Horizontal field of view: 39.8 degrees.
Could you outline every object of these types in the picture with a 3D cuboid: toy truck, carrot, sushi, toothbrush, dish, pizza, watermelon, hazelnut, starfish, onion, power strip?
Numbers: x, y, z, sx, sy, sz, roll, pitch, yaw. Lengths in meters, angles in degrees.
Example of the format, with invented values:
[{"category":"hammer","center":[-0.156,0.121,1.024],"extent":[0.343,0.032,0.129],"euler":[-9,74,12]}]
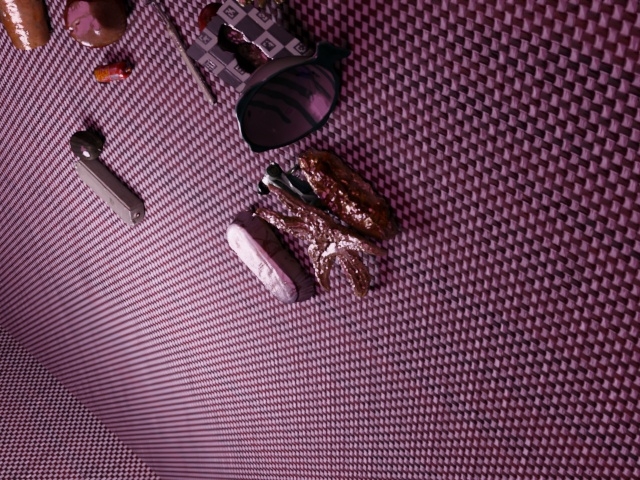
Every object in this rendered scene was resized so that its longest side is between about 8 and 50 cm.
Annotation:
[{"category":"toy truck","center":[-0.047,-0.101,1.775],"extent":[0.154,0.078,0.080],"euler":[36,147,-1]},{"category":"carrot","center":[-0.749,-0.613,2.162],"extent":[0.139,0.139,0.301],"euler":[34,142,30]},{"category":"sushi","center":[-0.107,-0.344,1.605],"extent":[0.215,0.050,0.192],"euler":[35,140,-17]},{"category":"toothbrush","center":[-0.298,-0.411,1.855],"extent":[0.294,0.028,0.026],"euler":[56,150,-11]},{"category":"dish","center":[-0.060,-0.266,1.542],"extent":[0.246,0.224,0.078],"euler":[-49,57,26]},{"category":"pizza","center":[0.044,-0.082,1.673],"extent":[0.246,0.058,0.127],"euler":[48,147,7]},{"category":"watermelon","center":[-0.629,-0.256,2.380],"extent":[0.111,0.078,0.078],"euler":[21,134,41]},{"category":"hazelnut","center":[-0.490,-0.499,1.937],"extent":[0.143,0.143,0.154],"euler":[32,134,32]},{"category":"starfish","center":[0.002,-0.003,1.746],"extent":[0.302,0.060,0.299],"euler":[40,156,-7]},{"category":"onion","center":[-0.187,-0.393,1.661],"extent":[0.107,0.097,0.107],"euler":[51,169,14]},{"category":"power strip","center":[-0.583,-0.141,2.448],"extent":[0.272,0.052,0.078],"euler":[42,146,22]}]

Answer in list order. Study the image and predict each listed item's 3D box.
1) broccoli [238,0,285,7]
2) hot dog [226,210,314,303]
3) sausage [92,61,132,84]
[{"category":"broccoli","center":[-0.084,-0.464,1.375],"extent":[0.273,0.180,0.242],"euler":[45,146,15]},{"category":"hot dog","center":[-0.115,0.043,1.992],"extent":[0.252,0.069,0.131],"euler":[48,138,5]},{"category":"sausage","center":[-0.485,-0.397,2.091],"extent":[0.145,0.048,0.050],"euler":[6,86,49]}]
